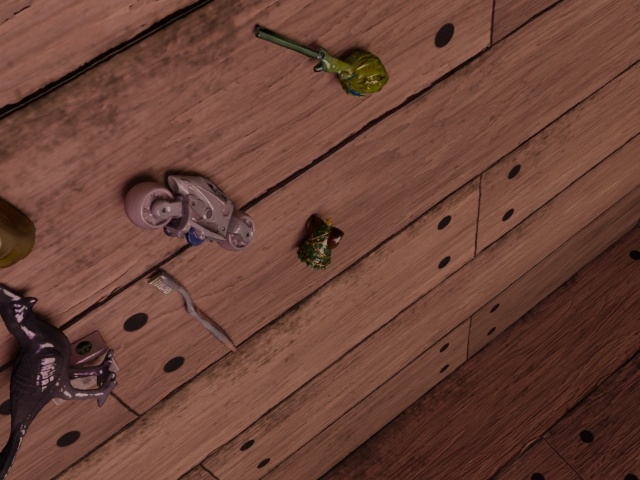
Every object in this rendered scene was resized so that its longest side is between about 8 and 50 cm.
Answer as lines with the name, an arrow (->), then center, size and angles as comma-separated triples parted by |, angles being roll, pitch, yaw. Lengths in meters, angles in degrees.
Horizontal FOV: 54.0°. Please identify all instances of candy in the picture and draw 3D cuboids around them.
candy -> 0.004, -0.281, 0.976 | 0.262, 0.073, 0.077 | 7, 150, -43

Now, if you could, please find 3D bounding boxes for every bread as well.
bread -> -0.425, -0.012, 0.793 | 0.083, 0.094, 0.157 | -45, 156, -4

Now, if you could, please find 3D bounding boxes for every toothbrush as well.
toothbrush -> -0.236, 0.151, 1.243 | 0.037, 0.028, 0.375 | -34, 147, -3

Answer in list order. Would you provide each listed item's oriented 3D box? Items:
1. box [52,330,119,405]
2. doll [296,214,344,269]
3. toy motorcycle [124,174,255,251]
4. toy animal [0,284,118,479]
box -> -0.429, 0.226, 1.106 | 0.125, 0.043, 0.089 | -28, 145, -21
doll -> -0.006, 0.008, 1.271 | 0.076, 0.078, 0.113 | -51, 166, -37
toy motorcycle -> -0.196, -0.048, 1.006 | 0.112, 0.112, 0.254 | -53, 145, 15
toy animal -> -0.434, 0.228, 1.012 | 0.206, 0.081, 0.367 | -1, 112, -34
